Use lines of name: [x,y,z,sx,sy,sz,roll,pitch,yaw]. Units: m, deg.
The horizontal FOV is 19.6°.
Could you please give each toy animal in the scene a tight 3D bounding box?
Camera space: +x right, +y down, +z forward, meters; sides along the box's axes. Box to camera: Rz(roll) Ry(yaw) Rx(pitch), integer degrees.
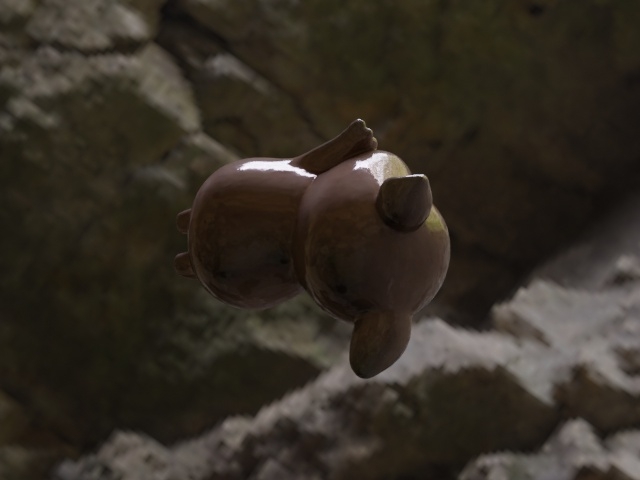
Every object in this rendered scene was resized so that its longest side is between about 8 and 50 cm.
toy animal: [-0.004,0.003,0.825,0.150,0.083,0.089,3,41,38]
